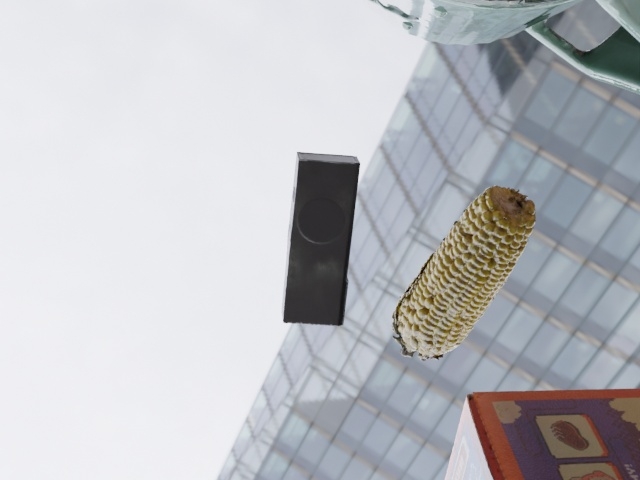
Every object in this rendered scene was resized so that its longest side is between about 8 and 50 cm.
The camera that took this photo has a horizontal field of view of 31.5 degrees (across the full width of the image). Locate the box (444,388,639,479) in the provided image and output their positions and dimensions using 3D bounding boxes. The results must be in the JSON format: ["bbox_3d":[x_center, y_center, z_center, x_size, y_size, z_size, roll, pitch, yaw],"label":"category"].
[{"bbox_3d":[0.275,0.386,1.202,0.257,0.348,0.318,-1,-146,-11],"label":"box"}]

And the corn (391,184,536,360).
[{"bbox_3d":[0.196,0.054,1.561,0.115,0.318,0.115,15,-135,-15],"label":"corn"}]

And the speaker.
[{"bbox_3d":[0.000,0.000,1.433,0.082,0.218,0.044,5,-163,-6],"label":"speaker"}]

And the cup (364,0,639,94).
[{"bbox_3d":[0.140,-0.268,0.891,0.310,0.392,0.400,-14,-90,3],"label":"cup"}]
